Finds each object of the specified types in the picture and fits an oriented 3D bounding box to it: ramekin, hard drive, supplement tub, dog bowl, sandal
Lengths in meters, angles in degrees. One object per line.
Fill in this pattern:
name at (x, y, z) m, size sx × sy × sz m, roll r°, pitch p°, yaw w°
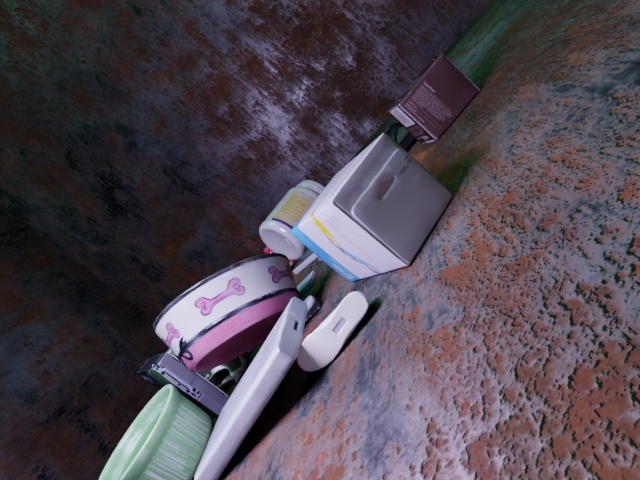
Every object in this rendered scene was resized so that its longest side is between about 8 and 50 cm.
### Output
ramekin at (-0.413, 0.540, 1.113) m, size 0.303 × 0.148 × 0.303 m, roll -46°, pitch 16°, yaw 17°
hard drive at (-0.418, 0.435, 1.315) m, size 0.339 × 0.237 × 0.064 m, roll -30°, pitch 22°, yaw 57°
hard drive at (-0.140, 0.311, 0.925) m, size 0.353 × 0.047 × 0.233 m, roll -58°, pitch 6°, yaw 16°
supplement tub at (-0.103, -0.100, 2.048) m, size 0.331 × 0.241 × 0.241 m, roll -55°, pitch 9°, yaw -29°
dog bowl at (-0.229, 0.209, 1.200) m, size 0.408 × 0.150 × 0.408 m, roll -30°, pitch -16°, yaw -9°
sandal at (0.249, -0.350, 1.675) m, size 0.446 × 0.107 × 0.167 m, roll -45°, pitch 6°, yaw -10°

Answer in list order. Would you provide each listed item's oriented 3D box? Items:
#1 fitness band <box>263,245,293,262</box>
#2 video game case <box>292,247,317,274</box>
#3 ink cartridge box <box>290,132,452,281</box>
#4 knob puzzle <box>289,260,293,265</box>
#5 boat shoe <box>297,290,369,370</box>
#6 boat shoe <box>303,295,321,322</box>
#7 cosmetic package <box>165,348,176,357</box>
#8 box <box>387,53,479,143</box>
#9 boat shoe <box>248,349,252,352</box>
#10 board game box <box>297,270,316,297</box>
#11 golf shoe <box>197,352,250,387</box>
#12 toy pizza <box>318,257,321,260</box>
fitness band at (-0.198, 0.062, 2.211) m, size 0.291 × 0.054 × 0.209 m, roll -46°, pitch 37°, yaw 10°
video game case at (0.000, 0.000, 1.815) m, size 0.204 × 0.025 × 0.285 m, roll -41°, pitch 12°, yaw 45°
ink cartridge box at (0.099, -0.056, 0.955) m, size 0.198 × 0.197 × 0.270 m, roll -53°, pitch 9°, yaw -21°
knob puzzle at (-0.182, 0.171, 2.002) m, size 0.213 × 0.030 × 0.213 m, roll -49°, pitch 8°, yaw 9°
boat shoe at (0.026, 0.171, 0.838) m, size 0.184 × 0.066 × 0.063 m, roll -57°, pitch -14°, yaw 5°
boat shoe at (-0.053, 0.208, 1.144) m, size 0.142 × 0.040 × 0.049 m, roll -49°, pitch 17°, yaw 8°
cosmetic package at (-0.629, 0.523, 2.253) m, size 0.365 × 0.197 × 0.155 m, roll -54°, pitch 9°, yaw -17°
box at (0.356, -0.445, 1.405) m, size 0.203 × 0.167 × 0.168 m, roll -49°, pitch 8°, yaw 5°
boat shoe at (-0.236, 0.289, 1.511) m, size 0.324 × 0.116 × 0.097 m, roll -46°, pitch 4°, yaw 0°
board game box at (-0.054, 0.153, 1.450) m, size 0.090 × 0.020 × 0.090 m, roll -46°, pitch 10°, yaw 27°
golf shoe at (-0.358, 0.408, 1.395) m, size 0.273 × 0.105 × 0.120 m, roll -19°, pitch 32°, yaw 18°
toy pizza at (0.051, -0.011, 1.573) m, size 0.201 × 0.032 × 0.201 m, roll -49°, pitch 8°, yaw 10°
